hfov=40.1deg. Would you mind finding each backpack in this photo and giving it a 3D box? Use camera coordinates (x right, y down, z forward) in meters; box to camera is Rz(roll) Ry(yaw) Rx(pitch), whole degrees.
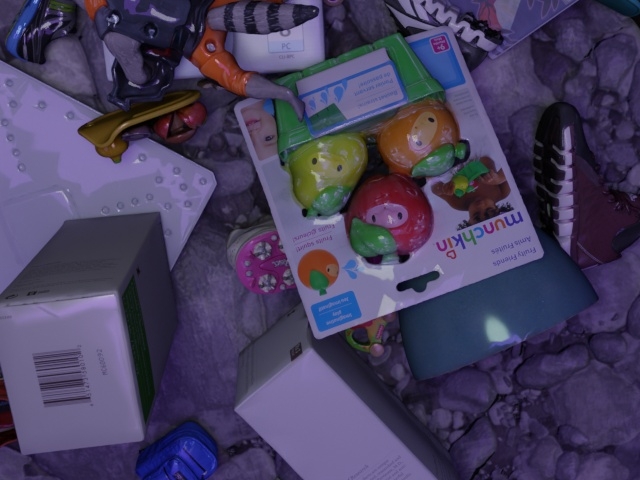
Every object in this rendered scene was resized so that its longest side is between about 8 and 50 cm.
[{"bbox_3d":[-0.224,0.365,1.420,0.120,0.101,0.098,-37,110,3],"label":"backpack"}]

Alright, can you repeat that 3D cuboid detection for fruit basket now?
[{"bbox_3d":[0.084,-0.087,1.177,0.327,0.165,0.353,-20,74,4],"label":"fruit basket"}]

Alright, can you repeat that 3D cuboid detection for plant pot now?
[{"bbox_3d":[0.230,0.057,1.289,0.290,0.290,0.195,-25,84,4],"label":"plant pot"}]

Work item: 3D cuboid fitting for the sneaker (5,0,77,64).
[{"bbox_3d":[-0.374,-0.334,1.249,0.078,0.067,0.188,31,100,-32],"label":"sneaker"}]

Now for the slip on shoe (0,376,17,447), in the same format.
[{"bbox_3d":[-0.584,0.296,1.381,0.331,0.101,0.123,-15,107,3],"label":"slip on shoe"}]

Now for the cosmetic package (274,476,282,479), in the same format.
[{"bbox_3d":[-0.010,0.513,1.490,0.239,0.060,0.099,36,99,-12],"label":"cosmetic package"}]

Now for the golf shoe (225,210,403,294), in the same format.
[{"bbox_3d":[0.000,0.000,1.332,0.306,0.140,0.115,-5,107,-25],"label":"golf shoe"}]

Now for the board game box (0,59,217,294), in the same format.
[{"bbox_3d":[-0.413,-0.024,1.329,0.390,0.050,0.390,28,102,-10],"label":"board game box"}]

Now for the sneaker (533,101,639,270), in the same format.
[{"bbox_3d":[0.421,-0.085,1.341,0.163,0.106,0.281,-10,116,-6],"label":"sneaker"}]

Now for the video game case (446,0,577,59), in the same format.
[{"bbox_3d":[0.251,-0.380,1.234,0.201,0.023,0.183,46,132,-13],"label":"video game case"}]

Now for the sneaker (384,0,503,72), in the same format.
[{"bbox_3d":[0.140,-0.314,1.265,0.234,0.078,0.106,34,120,-1],"label":"sneaker"}]

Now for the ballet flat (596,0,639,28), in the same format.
[{"bbox_3d":[0.495,-0.353,1.256,0.400,0.139,0.139,34,101,-7],"label":"ballet flat"}]

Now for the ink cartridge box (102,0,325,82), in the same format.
[{"bbox_3d":[-0.156,-0.420,1.207,0.308,0.091,0.384,-3,107,2],"label":"ink cartridge box"}]

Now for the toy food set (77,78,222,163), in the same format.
[{"bbox_3d":[-0.226,-0.160,1.232,0.218,0.128,0.071,-24,111,-20],"label":"toy food set"}]

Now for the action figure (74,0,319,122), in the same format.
[{"bbox_3d":[-0.156,-0.325,1.099,0.330,0.178,0.341,11,89,0],"label":"action figure"}]

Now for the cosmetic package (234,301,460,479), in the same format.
[{"bbox_3d":[0.048,0.299,1.358,0.156,0.217,0.385,-42,102,8],"label":"cosmetic package"}]

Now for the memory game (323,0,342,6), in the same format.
[{"bbox_3d":[-0.032,-0.413,1.264,0.186,0.012,0.186,-1,106,-3],"label":"memory game"}]

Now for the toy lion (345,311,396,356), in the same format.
[{"bbox_3d":[0.068,0.127,1.408,0.096,0.034,0.100,17,104,0],"label":"toy lion"}]

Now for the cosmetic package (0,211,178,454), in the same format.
[{"bbox_3d":[-0.293,0.102,1.154,0.155,0.365,0.196,-7,108,0],"label":"cosmetic package"}]
